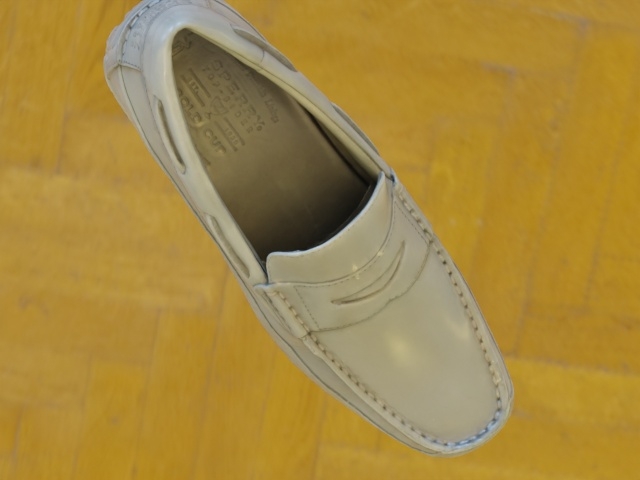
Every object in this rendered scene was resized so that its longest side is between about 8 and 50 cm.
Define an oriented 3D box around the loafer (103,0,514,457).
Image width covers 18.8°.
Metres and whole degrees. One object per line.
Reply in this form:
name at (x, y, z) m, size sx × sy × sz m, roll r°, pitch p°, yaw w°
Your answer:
loafer at (0.000, 0.000, 1.052) m, size 0.112 × 0.111 × 0.319 m, roll -43°, pitch 106°, yaw -4°
